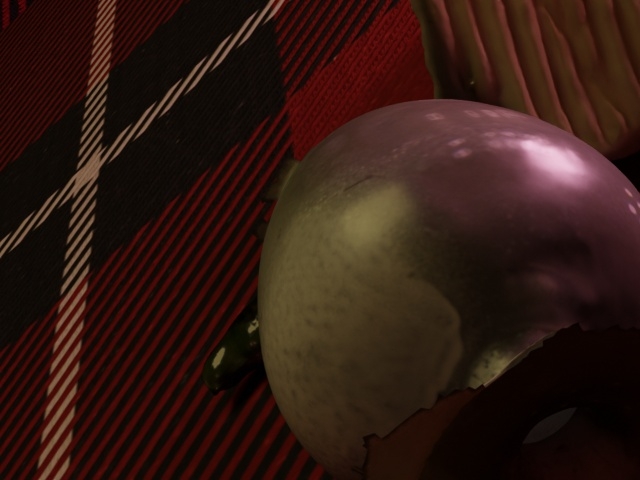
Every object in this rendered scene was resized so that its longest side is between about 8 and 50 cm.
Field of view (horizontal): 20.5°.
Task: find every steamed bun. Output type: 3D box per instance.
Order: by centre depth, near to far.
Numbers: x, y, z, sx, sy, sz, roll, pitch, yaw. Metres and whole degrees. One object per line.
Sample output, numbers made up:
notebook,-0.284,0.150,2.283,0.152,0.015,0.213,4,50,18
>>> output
steamed bun,0.152,-0.206,1.188,0.273,0.290,0.272,-27,16,-2

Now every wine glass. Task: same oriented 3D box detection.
wine glass,0.084,0.058,0.907,0.238,0.238,0.323,-44,25,5

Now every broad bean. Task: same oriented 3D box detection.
broad bean,0.000,0.000,1.411,0.144,0.049,0.292,-34,21,43
